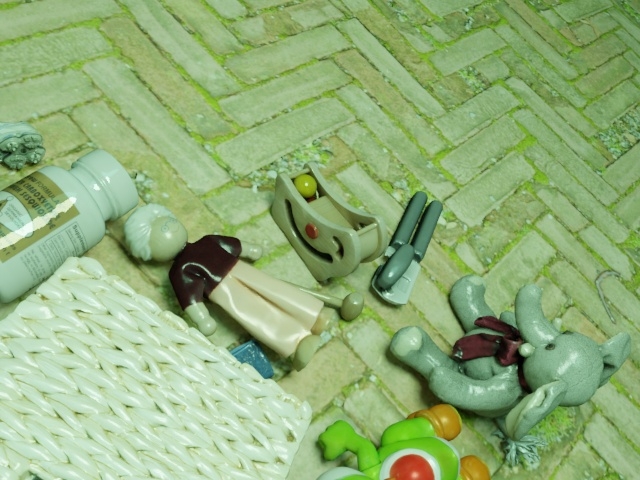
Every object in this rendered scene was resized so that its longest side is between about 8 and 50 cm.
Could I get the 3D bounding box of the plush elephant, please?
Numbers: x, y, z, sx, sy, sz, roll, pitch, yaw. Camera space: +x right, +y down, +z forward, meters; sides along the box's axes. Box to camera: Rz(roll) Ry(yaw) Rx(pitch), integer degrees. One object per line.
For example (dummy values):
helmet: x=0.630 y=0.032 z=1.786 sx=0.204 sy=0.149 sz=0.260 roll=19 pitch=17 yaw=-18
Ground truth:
plush elephant: x=0.324 y=0.188 z=0.949 sx=0.272 sy=0.255 sz=0.330 roll=-20 pitch=73 yaw=-40

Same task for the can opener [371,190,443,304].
can opener: x=0.173 y=0.006 z=1.110 sx=0.074 sy=0.093 sz=0.280 roll=33 pitch=48 yaw=-3

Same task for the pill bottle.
pill bottle: x=-0.378 y=-0.029 z=0.825 sx=0.131 sy=0.131 sz=0.229 roll=45 pitch=59 yaw=6

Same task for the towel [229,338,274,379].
towel: x=-0.130 y=0.200 z=0.880 sx=0.119 sy=0.029 sz=0.067 roll=-24 pitch=74 yaw=-34

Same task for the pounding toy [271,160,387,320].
pounding toy: x=0.000 y=0.000 z=0.985 sx=0.155 sy=0.154 sz=0.269 roll=-26 pitch=74 yaw=-35

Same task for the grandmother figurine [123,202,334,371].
grandmother figurine: x=-0.146 y=0.056 z=0.908 sx=0.342 sy=0.104 sz=0.208 roll=32 pitch=27 yaw=-2

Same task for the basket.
basket: x=-0.234 y=0.254 z=0.620 sx=0.328 sy=0.331 sz=0.266 roll=35 pitch=47 yaw=-3

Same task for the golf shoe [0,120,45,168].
golf shoe: x=-0.520 y=-0.145 z=0.899 sx=0.176 sy=0.069 sz=0.086 roll=-12 pitch=46 yaw=-33

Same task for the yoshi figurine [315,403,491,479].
yoshi figurine: x=0.063 y=0.365 z=0.816 sx=0.362 sy=0.204 sz=0.203 roll=-8 pitch=105 yaw=-44
